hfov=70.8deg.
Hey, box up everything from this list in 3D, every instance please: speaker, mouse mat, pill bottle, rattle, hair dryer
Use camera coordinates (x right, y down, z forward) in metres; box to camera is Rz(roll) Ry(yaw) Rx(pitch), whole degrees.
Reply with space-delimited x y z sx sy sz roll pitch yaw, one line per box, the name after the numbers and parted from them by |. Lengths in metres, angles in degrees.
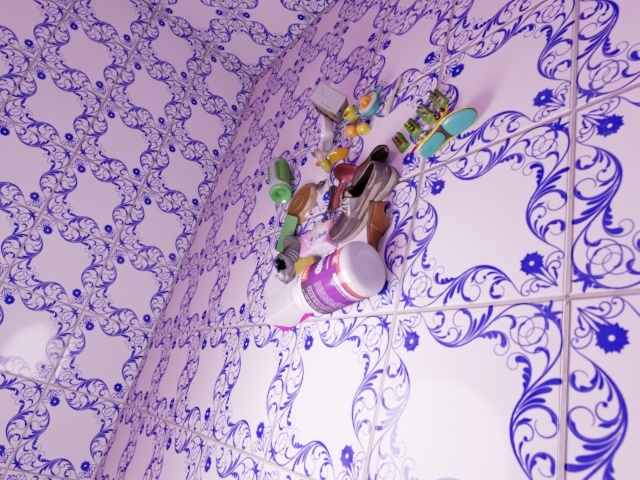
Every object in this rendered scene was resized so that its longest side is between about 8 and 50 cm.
-0.218 -0.325 2.406 0.131 0.131 0.297 -46 32 27 | speaker
-0.159 -0.030 2.134 0.152 0.007 0.190 20 93 61 | mouse mat
0.048 0.137 1.491 0.323 0.181 0.182 -31 40 43 | pill bottle
0.039 -0.396 2.111 0.143 0.130 0.200 -47 3 3 | rattle
0.093 -0.219 1.884 0.293 0.080 0.224 -43 48 42 | hair dryer

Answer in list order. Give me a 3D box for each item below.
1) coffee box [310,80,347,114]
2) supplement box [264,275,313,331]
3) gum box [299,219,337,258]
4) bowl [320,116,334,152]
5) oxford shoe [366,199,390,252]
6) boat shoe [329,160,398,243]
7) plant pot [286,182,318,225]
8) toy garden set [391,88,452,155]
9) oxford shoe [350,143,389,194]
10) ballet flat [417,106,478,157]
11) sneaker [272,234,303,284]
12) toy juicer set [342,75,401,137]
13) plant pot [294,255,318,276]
0.049 -0.642 2.121 0.098 0.141 0.246 -58 -3 6 | coffee box
-0.106 0.245 1.724 0.220 0.111 0.114 -39 35 35 | supplement box
0.000 0.000 1.820 0.188 0.062 0.107 -28 42 46 | gum box
0.033 -0.514 2.194 0.142 0.053 0.142 100 172 -50 | bowl
0.197 -0.042 1.535 0.075 0.076 0.213 2 72 16 | oxford shoe
0.130 -0.149 1.666 0.355 0.130 0.132 -53 29 15 | boat shoe
-0.096 -0.179 2.175 0.236 0.032 0.236 -39 36 36 | plant pot
0.359 -0.419 1.617 0.244 0.049 0.204 -48 31 23 | toy garden set
0.184 -0.269 1.712 0.227 0.082 0.096 -60 4 6 | oxford shoe
0.409 -0.363 1.469 0.231 0.077 0.077 -41 18 37 | ballet flat
-0.138 0.072 1.921 0.111 0.121 0.300 -46 32 26 | sneaker
0.206 -0.573 1.969 0.329 0.089 0.209 -26 44 47 | toy juicer set
-0.043 0.111 1.779 0.083 0.081 0.082 -40 33 16 | plant pot
